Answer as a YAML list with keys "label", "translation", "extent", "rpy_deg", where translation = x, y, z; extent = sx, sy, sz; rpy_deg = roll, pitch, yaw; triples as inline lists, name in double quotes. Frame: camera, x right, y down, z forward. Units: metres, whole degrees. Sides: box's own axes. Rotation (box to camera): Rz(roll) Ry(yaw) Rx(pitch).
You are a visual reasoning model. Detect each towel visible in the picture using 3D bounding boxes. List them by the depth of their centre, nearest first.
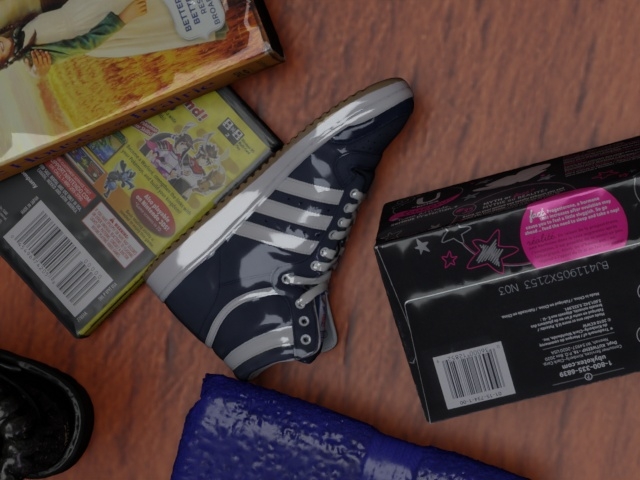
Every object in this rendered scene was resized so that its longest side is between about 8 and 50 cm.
- label: "towel"
  translation: [0.017, 0.257, 1.593]
  extent: [0.308, 0.076, 0.228]
  rpy_deg: [19, 101, 7]

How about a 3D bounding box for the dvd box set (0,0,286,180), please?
- label: "dvd box set"
  translation: [-0.276, -0.217, 1.626]
  extent: [0.420, 0.062, 0.308]
  rpy_deg: [-21, 83, 10]

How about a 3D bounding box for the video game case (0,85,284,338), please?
- label: "video game case"
  translation: [-0.212, -0.096, 1.662]
  extent: [0.248, 0.035, 0.275]
  rpy_deg: [-44, 82, 7]

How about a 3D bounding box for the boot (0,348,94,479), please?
- label: "boot"
  translation: [-0.371, 0.126, 1.572]
  extent: [0.347, 0.260, 0.131]
  rpy_deg: [9, 91, 9]

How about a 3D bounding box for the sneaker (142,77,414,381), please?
- label: "sneaker"
  translation: [0.000, 0.000, 1.593]
  extent: [0.282, 0.099, 0.153]
  rpy_deg: [-40, 81, 12]

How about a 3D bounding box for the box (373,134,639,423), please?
- label: "box"
  translation: [0.186, 0.028, 1.528]
  extent: [0.247, 0.142, 0.163]
  rpy_deg: [-15, 104, 10]
